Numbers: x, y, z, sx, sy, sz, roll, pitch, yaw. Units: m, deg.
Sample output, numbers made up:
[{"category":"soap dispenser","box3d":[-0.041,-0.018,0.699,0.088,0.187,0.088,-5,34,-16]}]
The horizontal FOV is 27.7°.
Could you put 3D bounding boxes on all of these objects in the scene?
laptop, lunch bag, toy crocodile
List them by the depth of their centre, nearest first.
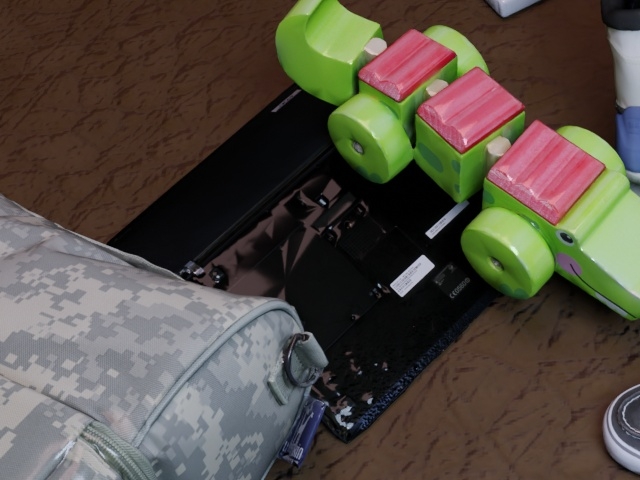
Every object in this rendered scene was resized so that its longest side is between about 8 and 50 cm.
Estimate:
[{"category":"lunch bag","box3d":[-0.181,0.106,0.841,0.305,0.213,0.256,20,60,27]},{"category":"toy crocodile","box3d":[0.110,-0.067,0.902,0.115,0.105,0.340,-41,65,-19]},{"category":"laptop","box3d":[0.000,0.000,1.010,0.264,0.136,0.234,43,71,10]}]

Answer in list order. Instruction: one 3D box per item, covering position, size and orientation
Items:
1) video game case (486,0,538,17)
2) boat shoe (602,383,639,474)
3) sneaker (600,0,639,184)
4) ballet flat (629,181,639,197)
[{"category":"video game case","box3d":[0.208,-0.300,1.192,0.201,0.023,0.183,-26,50,-8]},{"category":"boat shoe","box3d":[0.291,0.105,0.802,0.228,0.076,0.080,1,52,16]},{"category":"sneaker","box3d":[0.295,-0.196,0.938,0.127,0.182,0.315,5,37,41]},{"category":"ballet flat","box3d":[0.310,-0.061,0.934,0.213,0.072,0.068,-23,55,-2]}]
